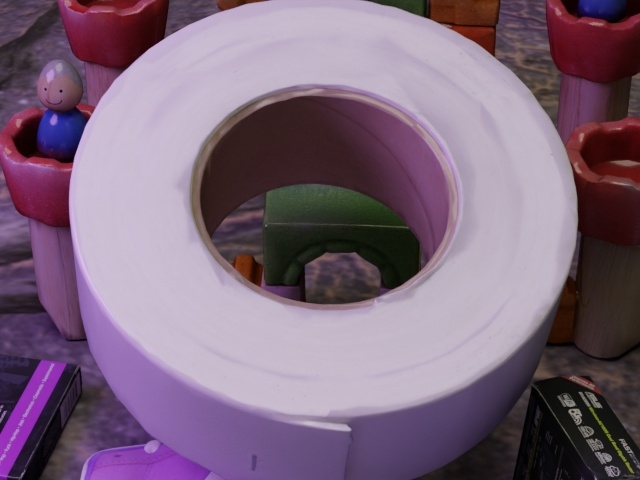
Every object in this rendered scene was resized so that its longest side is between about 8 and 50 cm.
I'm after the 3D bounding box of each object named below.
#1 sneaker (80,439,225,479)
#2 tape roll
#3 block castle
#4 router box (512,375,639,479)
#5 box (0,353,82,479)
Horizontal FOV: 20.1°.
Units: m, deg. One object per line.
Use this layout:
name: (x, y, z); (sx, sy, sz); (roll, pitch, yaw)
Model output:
sneaker: (-0.051, 0.124, 1.086); (0.161, 0.102, 0.282); (12, 37, 22)
tape roll: (0.000, 0.000, 1.031); (0.286, 0.100, 0.286); (2, 58, -3)
block castle: (0.022, -0.089, 1.285); (0.453, 0.212, 0.303); (2, 35, 3)
router box: (0.145, 0.151, 1.024); (0.038, 0.122, 0.092); (-5, 36, -17)
box: (-0.248, 0.113, 1.160); (0.162, 0.029, 0.116); (8, 36, 10)
